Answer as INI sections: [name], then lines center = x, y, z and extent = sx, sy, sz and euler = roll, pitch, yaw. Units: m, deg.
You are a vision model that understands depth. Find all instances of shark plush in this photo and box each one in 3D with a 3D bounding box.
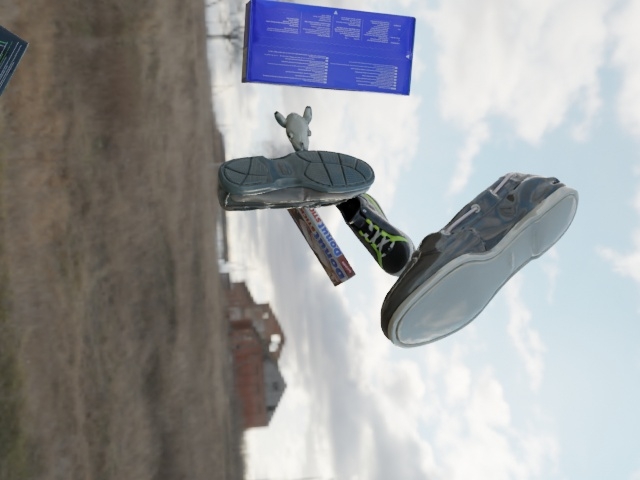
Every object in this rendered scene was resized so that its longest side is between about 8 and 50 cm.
[shark plush]
center = -0.032, -0.192, 1.580
extent = 0.067, 0.073, 0.161
euler = 85, -18, -54

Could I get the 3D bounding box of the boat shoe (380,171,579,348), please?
[boat shoe]
center = 0.177, 0.016, 0.991
extent = 0.095, 0.335, 0.112
euler = 32, -38, 39

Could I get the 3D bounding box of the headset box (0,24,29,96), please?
[headset box]
center = -0.731, -0.395, 1.495
extent = 0.246, 0.283, 0.131
euler = 23, -95, 39

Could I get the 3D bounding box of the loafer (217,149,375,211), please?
[loafer]
center = -0.043, -0.094, 1.386
extent = 0.084, 0.267, 0.096
euler = 106, -24, -48

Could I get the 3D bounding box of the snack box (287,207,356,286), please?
[snack box]
center = 0.000, 0.000, 1.526
extent = 0.178, 0.022, 0.064
euler = 58, -30, 2

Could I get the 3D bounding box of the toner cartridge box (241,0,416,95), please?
[toner cartridge box]
center = 0.017, -0.391, 1.687
extent = 0.075, 0.347, 0.165
euler = -148, -119, -73

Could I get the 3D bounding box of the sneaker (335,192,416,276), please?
[sneaker]
center = 0.094, -0.016, 1.606
extent = 0.084, 0.097, 0.235
euler = -55, -132, 20
